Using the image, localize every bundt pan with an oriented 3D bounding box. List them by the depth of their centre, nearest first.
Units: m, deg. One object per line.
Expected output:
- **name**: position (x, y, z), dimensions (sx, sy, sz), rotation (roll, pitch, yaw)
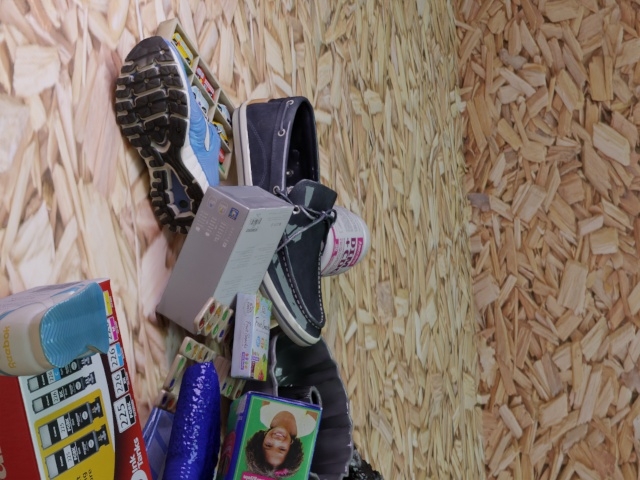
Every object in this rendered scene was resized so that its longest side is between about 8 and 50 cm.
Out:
- **bundt pan**: position (-0.061, 0.317, 1.753), dimensions (0.331, 0.124, 0.331), rotation (50, 29, -42)

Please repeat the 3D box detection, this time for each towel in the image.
- **towel**: position (-0.189, 0.356, 1.323), dimensions (0.228, 0.076, 0.308), rotation (107, -9, -51)
- **towel**: position (-0.223, 0.416, 1.488), dimensions (0.209, 0.034, 0.285), rotation (-73, 147, -47)

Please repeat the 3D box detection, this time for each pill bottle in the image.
- **pill bottle**: position (0.000, 0.000, 1.996), dimensions (0.283, 0.160, 0.161), rotation (-4, 87, -68)

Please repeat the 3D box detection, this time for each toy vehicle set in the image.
- **toy vehicle set**: position (-0.232, -0.252, 1.690), dimensions (0.267, 0.035, 0.166), rotation (56, 33, -46)

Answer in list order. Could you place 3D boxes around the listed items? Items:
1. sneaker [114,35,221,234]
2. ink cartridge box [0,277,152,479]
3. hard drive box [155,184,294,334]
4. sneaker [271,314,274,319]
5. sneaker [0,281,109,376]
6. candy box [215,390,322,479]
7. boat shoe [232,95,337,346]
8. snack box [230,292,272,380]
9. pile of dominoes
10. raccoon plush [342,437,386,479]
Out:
- **sneaker**: position (-0.246, -0.182, 1.550), dimensions (0.147, 0.129, 0.330), rotation (-70, 153, -61)
- **ink cartridge box**: position (-0.351, 0.228, 1.118), dimensions (0.272, 0.130, 0.310), rotation (-26, 106, -65)
- **hard drive box**: position (-0.157, 0.029, 1.556), dimensions (0.232, 0.089, 0.181), rotation (-66, 162, 12)
- **sneaker**: position (-0.065, 0.130, 1.939), dimensions (0.144, 0.053, 0.059), rotation (-7, 87, -69)
- **sneaker**: position (-0.298, 0.097, 1.022), dimensions (0.228, 0.092, 0.088), rotation (3, 78, -83)
- **candy box**: position (-0.102, 0.399, 1.375), dimensions (0.268, 0.122, 0.317), rotation (128, -27, -73)
- **boat shoe**: position (-0.050, -0.052, 1.736), dimensions (0.187, 0.155, 0.501), rotation (31, 47, -63)
- **snack box**: position (-0.117, 0.166, 1.574), dimensions (0.100, 0.037, 0.141), rotation (46, 46, -73)
- **pile of dominoes**: position (-0.173, 0.206, 1.519), dimensions (0.196, 0.040, 0.251), rotation (-67, 163, -11)
- **raccoon plush**: position (0.039, 0.619, 1.957), dimensions (0.216, 0.299, 0.446), rotation (27, 24, -46)
